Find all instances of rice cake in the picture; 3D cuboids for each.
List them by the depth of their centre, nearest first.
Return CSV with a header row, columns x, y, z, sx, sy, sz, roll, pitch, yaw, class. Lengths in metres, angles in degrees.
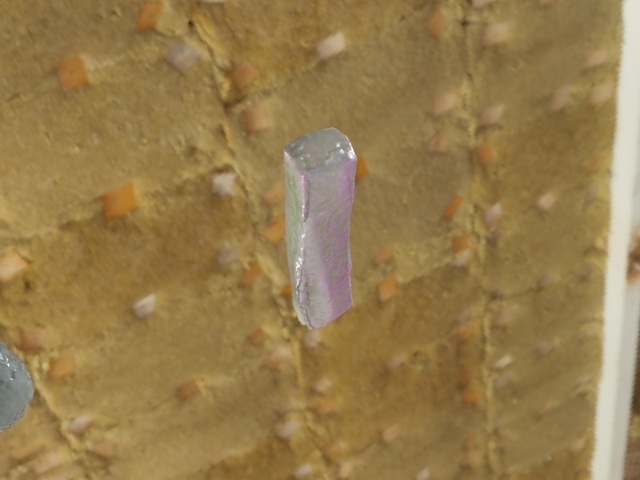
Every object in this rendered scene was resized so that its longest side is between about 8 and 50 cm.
x,y,z,sx,sy,sz,roll,pitch,yaw,class
0.000,0.000,0.744,0.047,0.036,0.206,-18,-31,-12,rice cake

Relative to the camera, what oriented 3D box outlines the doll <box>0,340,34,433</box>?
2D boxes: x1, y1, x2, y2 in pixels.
x,y,z,sx,sy,sz,roll,pitch,yaw,class
-0.338,0.091,0.597,0.340,0.158,0.245,-12,-74,13,doll
